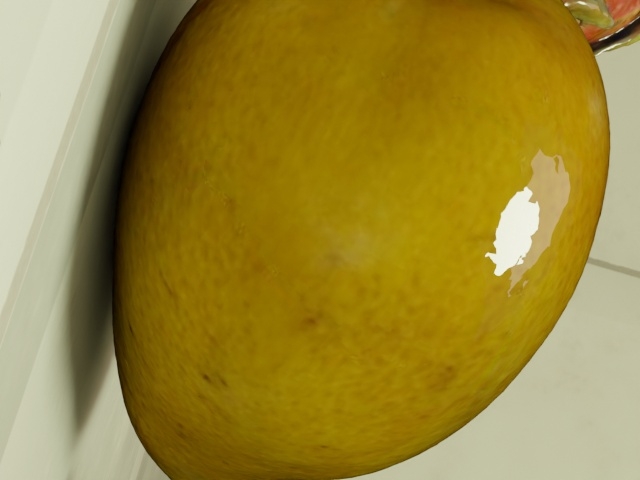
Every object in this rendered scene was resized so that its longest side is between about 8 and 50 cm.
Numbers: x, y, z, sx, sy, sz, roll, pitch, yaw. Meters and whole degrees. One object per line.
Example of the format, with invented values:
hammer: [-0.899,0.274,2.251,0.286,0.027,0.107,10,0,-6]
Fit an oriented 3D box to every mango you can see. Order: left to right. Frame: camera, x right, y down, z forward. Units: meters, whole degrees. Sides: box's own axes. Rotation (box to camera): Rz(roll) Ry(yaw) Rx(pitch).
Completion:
mango: [0.000,0.000,0.758,0.378,0.221,0.263,123,-19,-51]

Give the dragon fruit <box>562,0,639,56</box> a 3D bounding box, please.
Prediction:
dragon fruit: [0.098,-0.205,1.071,0.263,0.314,0.296,-50,-133,15]
